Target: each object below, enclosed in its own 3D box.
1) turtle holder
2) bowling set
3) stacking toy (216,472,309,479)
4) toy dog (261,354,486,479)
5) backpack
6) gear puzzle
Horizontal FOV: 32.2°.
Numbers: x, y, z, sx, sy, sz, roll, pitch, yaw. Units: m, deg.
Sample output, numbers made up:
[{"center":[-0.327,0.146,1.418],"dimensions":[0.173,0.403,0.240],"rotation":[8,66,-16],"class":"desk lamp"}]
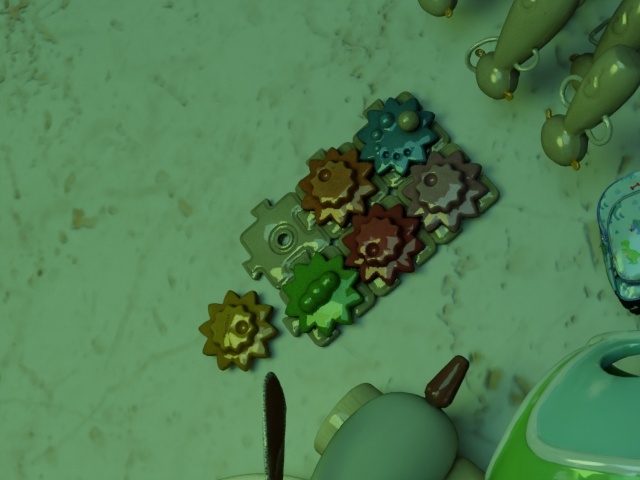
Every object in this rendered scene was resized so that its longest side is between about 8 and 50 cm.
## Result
[{"center":[0.276,0.188,0.826],"dimensions":[0.320,0.243,0.227],"rotation":[-20,46,53],"class":"turtle holder"},{"center":[0.241,-0.199,1.041],"dimensions":[0.287,0.200,0.154],"rotation":[65,146,27],"class":"bowling set"},{"center":[-0.130,0.338,0.830],"dimensions":[0.351,0.480,0.350],"rotation":[-7,72,21],"class":"stacking toy"},{"center":[0.044,0.181,0.900],"dimensions":[0.220,0.333,0.161],"rotation":[27,108,3],"class":"toy dog"},{"center":[0.296,-0.007,0.972],"dimensions":[0.105,0.084,0.114],"rotation":[-17,66,14],"class":"backpack"},{"center":[0.000,0.000,1.116],"dimensions":[0.339,0.044,0.175],"rotation":[-41,64,7],"class":"gear puzzle"}]
